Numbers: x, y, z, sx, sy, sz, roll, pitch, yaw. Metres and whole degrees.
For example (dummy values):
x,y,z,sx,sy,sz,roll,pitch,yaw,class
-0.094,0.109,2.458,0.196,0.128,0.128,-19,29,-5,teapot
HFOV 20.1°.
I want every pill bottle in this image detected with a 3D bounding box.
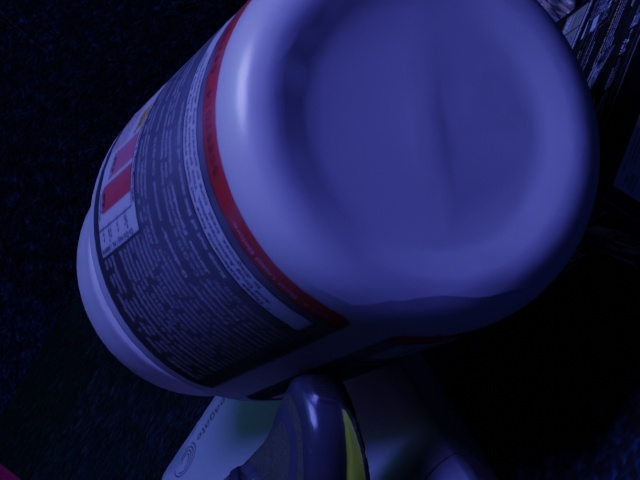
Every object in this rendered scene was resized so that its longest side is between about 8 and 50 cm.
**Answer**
x,y,z,sx,sy,sz,roll,pitch,yaw,class
-0.014,-0.019,1.044,0.210,0.210,0.363,-64,15,-22,pill bottle

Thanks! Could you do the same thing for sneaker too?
x,y,z,sx,sy,sz,roll,pitch,yaw,class
-0.067,0.196,1.002,0.300,0.121,0.111,-62,24,22,sneaker

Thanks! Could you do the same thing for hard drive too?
x,y,z,sx,sy,sz,roll,pitch,yaw,class
-0.007,0.165,1.163,0.233,0.047,0.353,-56,22,12,hard drive

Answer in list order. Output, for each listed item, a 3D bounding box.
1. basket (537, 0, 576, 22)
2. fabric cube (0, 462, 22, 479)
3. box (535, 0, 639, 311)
x,y,z,sx,sy,sz,roll,pitch,yaw,class
0.115,-0.158,1.424,0.167,0.113,0.103,-48,15,39,basket
-0.269,0.317,1.140,0.258,0.254,0.259,-41,15,22,fabric cube
0.174,-0.066,1.061,0.147,0.077,0.180,-35,28,62,box
